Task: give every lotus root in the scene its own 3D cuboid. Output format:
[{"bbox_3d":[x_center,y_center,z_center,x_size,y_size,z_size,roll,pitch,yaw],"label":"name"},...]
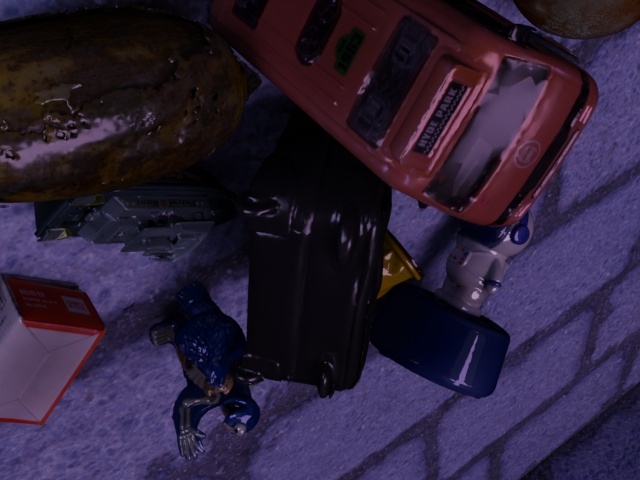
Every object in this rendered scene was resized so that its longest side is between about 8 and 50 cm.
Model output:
[{"bbox_3d":[-0.239,-0.139,0.867,0.398,0.196,0.179,-21,145,-32],"label":"lotus root"}]

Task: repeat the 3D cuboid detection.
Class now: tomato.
[{"bbox_3d":[0.411,-0.422,1.222,0.270,0.222,0.270,-24,137,-25],"label":"tomato"}]

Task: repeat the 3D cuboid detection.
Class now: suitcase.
[{"bbox_3d":[0.000,0.000,1.161,0.339,0.188,0.345,-74,171,-53],"label":"suitcase"}]

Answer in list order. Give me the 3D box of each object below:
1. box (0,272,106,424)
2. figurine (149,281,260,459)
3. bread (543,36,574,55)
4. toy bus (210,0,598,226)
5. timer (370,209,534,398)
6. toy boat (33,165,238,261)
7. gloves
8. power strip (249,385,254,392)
[{"bbox_3d":[-0.386,0.142,1.084,0.133,0.099,0.182,16,115,-49],"label":"box"},{"bbox_3d":[-0.153,0.189,1.240,0.121,0.262,0.164,11,132,-40],"label":"figurine"},{"bbox_3d":[0.364,-0.281,1.453,0.149,0.073,0.122,-35,149,-11],"label":"bread"},{"bbox_3d":[0.073,-0.205,0.917,0.233,0.427,0.203,7,120,-45],"label":"toy bus"},{"bbox_3d":[0.284,0.079,1.616,0.270,0.270,0.383,19,97,-52],"label":"timer"},{"bbox_3d":[-0.211,-0.040,1.057,0.114,0.122,0.296,-37,157,34],"label":"toy boat"},{"bbox_3d":[0.034,0.109,1.491,0.294,0.116,0.133,-38,138,0],"label":"gloves"},{"bbox_3d":[-0.131,0.248,1.522,0.040,0.016,0.090,-6,129,-43],"label":"power strip"}]
